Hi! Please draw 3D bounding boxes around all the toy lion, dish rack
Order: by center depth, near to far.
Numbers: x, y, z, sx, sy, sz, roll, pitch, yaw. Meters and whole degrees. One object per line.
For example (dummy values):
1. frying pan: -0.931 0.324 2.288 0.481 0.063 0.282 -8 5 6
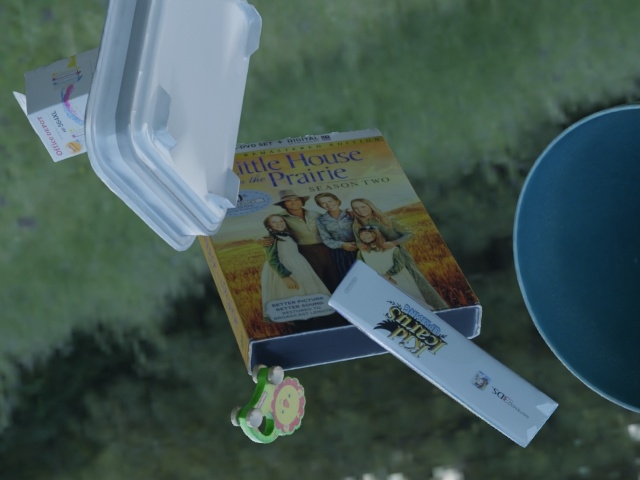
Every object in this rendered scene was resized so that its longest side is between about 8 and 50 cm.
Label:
1. dish rack: -0.142 -0.181 1.593 0.072 0.332 0.285 -2 157 20
2. toy lion: -0.056 0.202 1.783 0.034 0.100 0.096 0 139 37

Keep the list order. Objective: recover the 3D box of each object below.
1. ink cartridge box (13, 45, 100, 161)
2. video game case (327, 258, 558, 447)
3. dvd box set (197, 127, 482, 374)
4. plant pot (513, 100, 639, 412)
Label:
1. ink cartridge box: -0.312 -0.174 1.903 0.143 0.090 0.092 -19 135 4
2. video game case: 0.127 0.120 1.581 0.244 0.061 0.269 35 179 6
3. dvd box set: 0.000 0.000 1.985 0.308 0.420 0.062 -8 128 -14
4. plant pot: 0.354 -0.002 1.378 0.290 0.290 0.195 -17 -176 42
